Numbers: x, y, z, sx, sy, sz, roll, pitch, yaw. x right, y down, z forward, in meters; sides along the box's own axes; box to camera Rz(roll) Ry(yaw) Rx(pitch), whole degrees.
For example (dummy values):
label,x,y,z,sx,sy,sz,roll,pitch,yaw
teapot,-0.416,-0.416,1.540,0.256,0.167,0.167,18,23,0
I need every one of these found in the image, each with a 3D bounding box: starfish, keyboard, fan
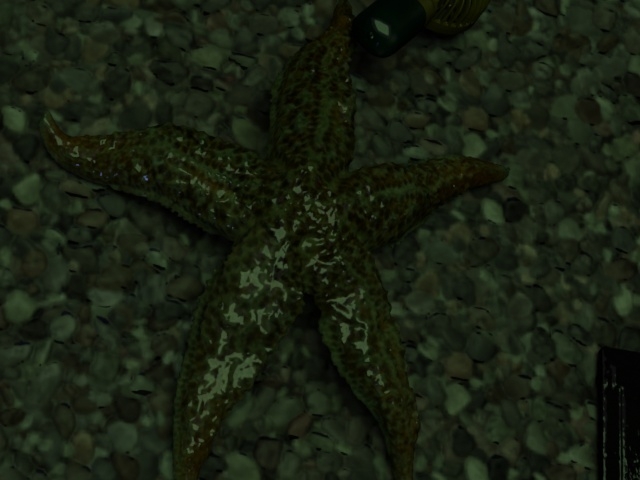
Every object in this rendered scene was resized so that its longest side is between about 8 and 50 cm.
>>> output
label,x,y,z,sx,sy,sz,roll,pitch,yaw
starfish,0.002,0.000,1.050,0.347,0.078,0.358,-30,80,-27
keyboard,0.227,0.177,1.075,0.061,0.013,0.204,9,67,-13
fan,0.076,-0.182,1.131,0.082,0.039,0.155,44,46,0
